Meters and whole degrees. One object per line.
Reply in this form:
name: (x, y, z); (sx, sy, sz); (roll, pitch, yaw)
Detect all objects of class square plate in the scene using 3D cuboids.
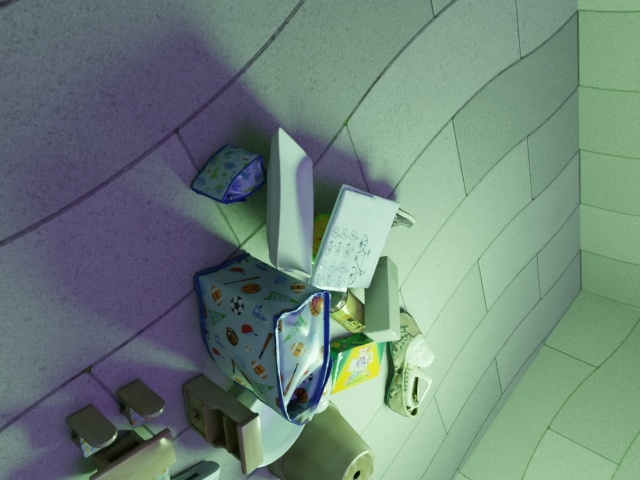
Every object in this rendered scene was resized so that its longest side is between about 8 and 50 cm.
square plate: (-0.079, -0.083, 1.622); (0.344, 0.049, 0.347); (27, 62, -75)

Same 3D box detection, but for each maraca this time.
maraca: (0.000, 0.000, 1.875); (0.127, 0.099, 0.185); (-20, 132, -27)

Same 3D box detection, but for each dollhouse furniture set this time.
dollhouse furniture set: (-0.379, 0.552, 1.581); (0.394, 0.257, 0.362); (-27, 126, -39)

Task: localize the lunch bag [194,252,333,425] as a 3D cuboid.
lunch bag: (-0.144, 0.271, 1.662); (0.239, 0.328, 0.385); (-23, 123, -40)

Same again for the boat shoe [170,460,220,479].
boat shoe: (-0.393, 0.732, 1.782); (0.258, 0.095, 0.084); (-13, 113, -44)

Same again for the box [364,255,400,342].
box: (0.210, 0.200, 2.113); (0.113, 0.094, 0.275); (45, 40, -50)

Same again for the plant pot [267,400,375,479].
plant pot: (0.025, 0.733, 2.120); (0.323, 0.280, 0.323); (-24, 124, -41)

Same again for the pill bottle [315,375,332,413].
pill bottle: (-0.032, 0.444, 2.023); (0.136, 0.136, 0.245); (-32, 130, -36)

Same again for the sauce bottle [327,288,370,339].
sauce bottle: (0.106, 0.248, 2.107); (0.111, 0.111, 0.344); (-58, 139, -11)

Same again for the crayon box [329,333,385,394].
crayon box: (0.113, 0.434, 2.230); (0.278, 0.081, 0.165); (-8, 113, -47)

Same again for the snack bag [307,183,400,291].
snack bag: (0.113, 0.009, 1.903); (0.343, 0.037, 0.323); (11, 100, -54)

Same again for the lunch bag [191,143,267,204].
lunch bag: (-0.224, -0.152, 1.515); (0.151, 0.129, 0.096); (-44, 136, -29)

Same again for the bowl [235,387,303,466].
bowl: (-0.179, 0.527, 1.897); (0.298, 0.134, 0.297); (-25, 127, -40)

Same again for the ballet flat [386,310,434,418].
ballet flat: (0.372, 0.514, 2.489); (0.164, 0.182, 0.482); (-23, 124, -40)

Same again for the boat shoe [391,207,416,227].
boat shoe: (0.214, -0.085, 2.084); (0.285, 0.103, 0.092); (20, 98, -48)
